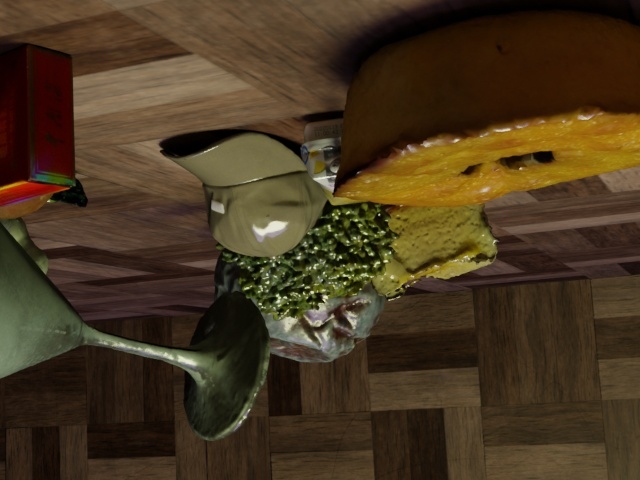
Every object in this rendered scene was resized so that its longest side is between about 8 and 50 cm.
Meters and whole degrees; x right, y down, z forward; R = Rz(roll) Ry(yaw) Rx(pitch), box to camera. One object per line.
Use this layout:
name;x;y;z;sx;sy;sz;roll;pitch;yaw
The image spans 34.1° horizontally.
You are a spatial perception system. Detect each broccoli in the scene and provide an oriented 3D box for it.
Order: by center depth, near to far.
broccoli;-0.005;0.013;1.368;0.242;0.180;0.273;-10;170;33

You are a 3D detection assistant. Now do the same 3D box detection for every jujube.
jujube;-0.030;0.068;1.609;0.246;0.215;0.308;32;161;-34

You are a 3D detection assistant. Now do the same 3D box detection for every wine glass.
wine glass;-0.283;0.121;1.295;0.406;0.267;0.267;20;160;-34

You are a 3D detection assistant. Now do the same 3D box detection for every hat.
hat;-0.096;-0.042;1.169;0.166;0.144;0.173;-6;-177;31

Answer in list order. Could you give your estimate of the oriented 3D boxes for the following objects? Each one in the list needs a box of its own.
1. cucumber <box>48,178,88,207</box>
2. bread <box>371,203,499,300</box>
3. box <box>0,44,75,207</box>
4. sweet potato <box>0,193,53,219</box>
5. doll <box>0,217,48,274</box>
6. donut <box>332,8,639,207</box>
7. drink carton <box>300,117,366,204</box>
cucumber;-0.353;-0.069;1.164;0.070;0.046;0.220;-5;170;25
bread;0.144;0.002;1.490;0.160;0.140;0.169;-11;172;-29
box;-0.276;-0.085;0.860;0.175;0.112;0.048;-12;168;38
sweet potato;-0.363;-0.072;0.976;0.097;0.097;0.291;-8;170;32
doll;-0.500;-0.002;1.371;0.275;0.113;0.155;12;153;-37
donut;0.149;-0.106;0.883;0.302;0.110;0.303;-5;171;-1
drink carton;0.024;-0.086;1.079;0.084;0.075;0.200;-5;170;7
